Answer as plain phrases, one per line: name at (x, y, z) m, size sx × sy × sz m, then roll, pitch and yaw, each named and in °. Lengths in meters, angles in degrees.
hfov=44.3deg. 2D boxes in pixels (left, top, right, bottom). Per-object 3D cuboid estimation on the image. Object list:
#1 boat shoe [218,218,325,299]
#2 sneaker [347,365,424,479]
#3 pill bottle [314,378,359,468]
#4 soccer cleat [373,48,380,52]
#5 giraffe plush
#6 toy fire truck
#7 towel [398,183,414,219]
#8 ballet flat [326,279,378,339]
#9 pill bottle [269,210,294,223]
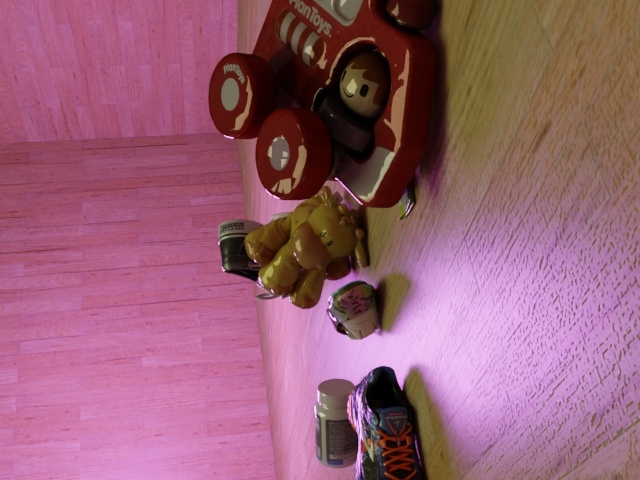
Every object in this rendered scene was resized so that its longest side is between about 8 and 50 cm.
boat shoe at (-0.075, 0.054, 1.421) m, size 0.306 × 0.113 × 0.104 m, roll 34°, pitch -131°, yaw -60°
sneaker at (0.084, 0.253, 1.000) m, size 0.221 × 0.083 × 0.087 m, roll -109°, pitch 25°, yaw -45°
pill bottle at (0.029, 0.313, 1.355) m, size 0.078 × 0.078 × 0.137 m, roll -122°, pitch 29°, yaw -70°
soccer cleat at (0.030, -0.315, 1.069) m, size 0.068 × 0.076 × 0.196 m, roll 95°, pitch 167°, yaw -45°
giraffe plush at (0.000, 0.000, 1.250) m, size 0.210 × 0.181 × 0.170 m, roll -60°, pitch 17°, yaw -11°
toy fire truck at (0.019, -0.192, 0.885) m, size 0.302 × 0.170 × 0.253 m, roll 50°, pitch 129°, yaw 37°
towel at (0.099, -0.073, 0.965) m, size 0.060 × 0.010 × 0.083 m, roll 113°, pitch 152°, yaw -68°
ballet flat at (0.051, 0.112, 1.189) m, size 0.221 × 0.077 × 0.079 m, roll 109°, pitch 137°, yaw -79°
pill bottle at (-0.058, 0.026, 1.701) m, size 0.094 × 0.094 × 0.169 m, roll 149°, pitch 116°, yaw -80°
